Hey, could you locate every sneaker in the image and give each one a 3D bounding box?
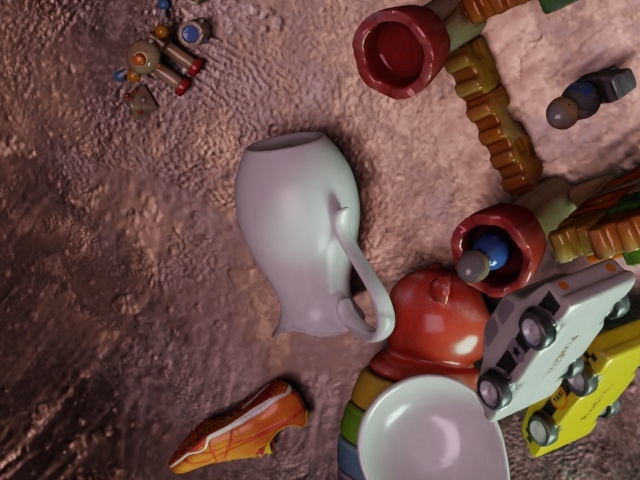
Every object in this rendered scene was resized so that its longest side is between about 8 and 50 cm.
[{"bbox_3d":[-0.092,0.219,1.582,0.175,0.064,0.067,-29,106,20],"label":"sneaker"}]

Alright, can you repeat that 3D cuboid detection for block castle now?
[{"bbox_3d":[0.272,-0.139,1.264,0.453,0.213,0.303,-20,100,38],"label":"block castle"}]

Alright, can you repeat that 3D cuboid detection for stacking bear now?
[{"bbox_3d":[0.107,0.171,1.484,0.164,0.175,0.289,10,96,3],"label":"stacking bear"}]

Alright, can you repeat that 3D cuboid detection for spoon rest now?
[{"bbox_3d":[0.140,0.255,1.369,0.137,0.084,0.276,-31,91,-4],"label":"spoon rest"}]

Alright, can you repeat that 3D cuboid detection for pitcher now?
[{"bbox_3d":[0.000,0.000,1.459,0.177,0.125,0.207,5,111,49],"label":"pitcher"}]

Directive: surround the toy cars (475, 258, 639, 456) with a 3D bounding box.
[{"bbox_3d":[0.222,0.101,1.352,0.176,0.393,0.087,-37,65,5],"label":"toy cars"}]

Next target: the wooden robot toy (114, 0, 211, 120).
[{"bbox_3d":[-0.164,-0.192,1.488,0.076,0.079,0.173,35,108,2],"label":"wooden robot toy"}]
